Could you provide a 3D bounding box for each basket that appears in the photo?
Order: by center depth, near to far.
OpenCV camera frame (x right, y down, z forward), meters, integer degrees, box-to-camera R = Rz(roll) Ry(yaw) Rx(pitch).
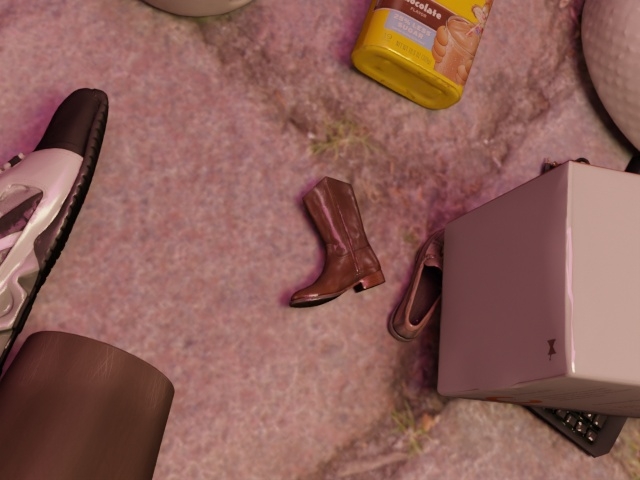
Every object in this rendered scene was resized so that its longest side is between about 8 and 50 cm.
[{"bbox_3d":[-0.208,0.198,0.738,0.154,0.204,0.227,2,58,28],"label":"basket"}]

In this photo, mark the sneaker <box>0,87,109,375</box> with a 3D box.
[{"bbox_3d":[-0.286,-0.005,0.794,0.146,0.122,0.330,26,69,-8],"label":"sneaker"}]

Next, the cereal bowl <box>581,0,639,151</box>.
[{"bbox_3d":[0.461,-0.220,1.033,0.339,0.141,0.339,7,67,-16],"label":"cereal bowl"}]

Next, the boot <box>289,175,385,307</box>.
[{"bbox_3d":[0.000,0.000,0.914,0.106,0.037,0.114,-15,81,-32],"label":"boot"}]

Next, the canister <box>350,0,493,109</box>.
[{"bbox_3d":[0.112,-0.234,0.989,0.126,0.073,0.170,26,71,-17],"label":"canister"}]

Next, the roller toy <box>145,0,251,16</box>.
[{"bbox_3d":[-0.121,-0.318,0.919,0.209,0.146,0.191,-4,80,-6],"label":"roller toy"}]

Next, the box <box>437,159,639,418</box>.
[{"bbox_3d":[0.305,0.065,0.852,0.345,0.215,0.168,9,75,-18],"label":"box"}]

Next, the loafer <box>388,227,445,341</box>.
[{"bbox_3d":[0.107,0.040,0.929,0.045,0.039,0.125,30,69,-4],"label":"loafer"}]

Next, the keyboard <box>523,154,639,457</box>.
[{"bbox_3d":[0.276,0.036,0.980,0.201,0.033,0.317,35,68,-2],"label":"keyboard"}]
